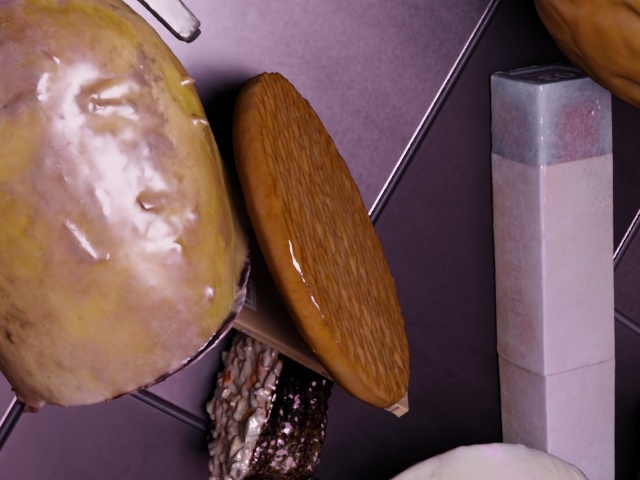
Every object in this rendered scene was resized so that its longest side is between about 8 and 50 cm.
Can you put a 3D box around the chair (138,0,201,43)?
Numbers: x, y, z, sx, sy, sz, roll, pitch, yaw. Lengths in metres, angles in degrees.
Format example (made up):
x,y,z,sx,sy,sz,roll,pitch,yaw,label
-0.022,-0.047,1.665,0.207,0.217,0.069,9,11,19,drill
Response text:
x,y,z,sx,sy,sz,roll,pitch,yaw,label
-0.161,-0.268,1.010,0.270,0.136,0.147,42,80,-27,chair

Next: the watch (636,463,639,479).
x,y,z,sx,sy,sz,roll,pitch,yaw,label
0.441,0.251,1.350,0.327,0.335,0.314,-34,130,-68,watch

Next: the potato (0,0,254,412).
x,y,z,sx,sy,sz,roll,pitch,yaw,label
-0.176,-0.059,1.016,0.229,0.229,0.266,-40,118,-15,potato

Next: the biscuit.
x,y,z,sx,sy,sz,roll,pitch,yaw,label
-0.001,0.000,1.120,0.037,0.262,0.262,-23,117,15,biscuit

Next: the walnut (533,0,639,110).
x,y,z,sx,sy,sz,roll,pitch,yaw,label
0.325,-0.247,1.135,0.308,0.398,0.354,10,102,-42,walnut

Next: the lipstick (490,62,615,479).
x,y,z,sx,sy,sz,roll,pitch,yaw,label
0.201,0.039,1.322,0.080,0.076,0.371,-13,108,-27,lipstick

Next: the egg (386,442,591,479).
x,y,z,sx,sy,sz,roll,pitch,yaw,label
0.142,0.352,1.264,0.337,0.201,0.337,-12,124,-18,egg

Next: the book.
x,y,z,sx,sy,sz,roll,pitch,yaw,label
-0.010,0.042,1.185,0.199,0.138,0.016,31,127,-32,book

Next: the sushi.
x,y,z,sx,sy,sz,roll,pitch,yaw,label
-0.038,0.123,1.200,0.078,0.090,0.150,16,86,-28,sushi
